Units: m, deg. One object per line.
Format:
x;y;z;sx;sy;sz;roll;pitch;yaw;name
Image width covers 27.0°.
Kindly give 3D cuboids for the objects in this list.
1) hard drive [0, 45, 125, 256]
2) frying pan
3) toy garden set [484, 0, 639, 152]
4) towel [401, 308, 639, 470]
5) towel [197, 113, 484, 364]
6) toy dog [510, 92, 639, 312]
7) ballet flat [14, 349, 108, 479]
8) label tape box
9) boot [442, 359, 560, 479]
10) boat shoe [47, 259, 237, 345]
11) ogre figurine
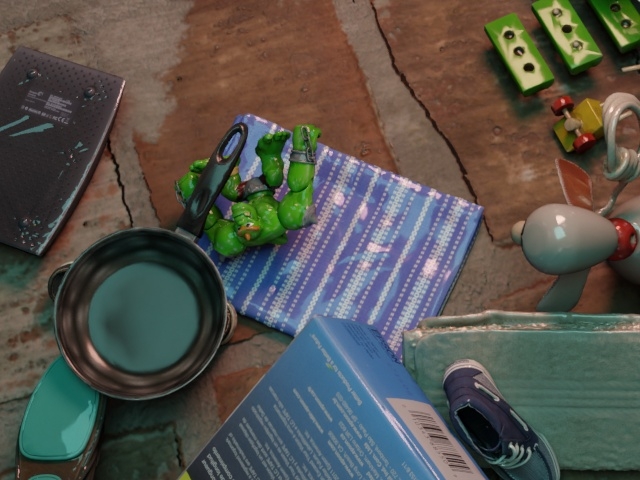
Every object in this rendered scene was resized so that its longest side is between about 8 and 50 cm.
-0.359;-0.109;1.671;0.172;0.054;0.254;18;71;13;hard drive
-0.193;0.021;1.508;0.197;0.053;0.326;4;75;7;frying pan
0.357;-0.226;1.655;0.244;0.049;0.203;-24;66;-5;toy garden set
0.228;0.167;1.451;0.282;0.187;0.049;1;26;5;towel
0.000;0.000;1.601;0.336;0.040;0.243;23;73;14;towel
0.308;-0.011;1.459;0.161;0.334;0.220;8;73;45;toy dog
-0.295;0.262;1.488;0.095;0.096;0.280;5;61;8;ballet flat
-0.013;0.288;1.401;0.347;0.115;0.249;-52;53;21;label tape box
0.190;0.217;1.402;0.069;0.086;0.190;-35;109;19;boot
-0.217;0.071;1.563;0.233;0.079;0.084;14;97;12;boat shoe
-0.075;-0.052;1.559;0.197;0.097;0.118;-18;81;7;ogre figurine
